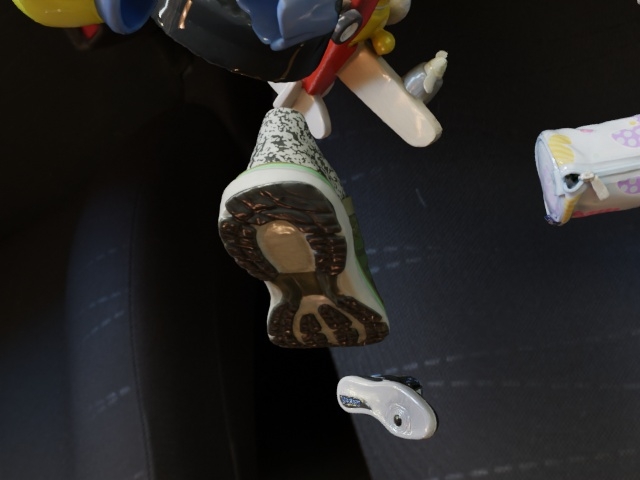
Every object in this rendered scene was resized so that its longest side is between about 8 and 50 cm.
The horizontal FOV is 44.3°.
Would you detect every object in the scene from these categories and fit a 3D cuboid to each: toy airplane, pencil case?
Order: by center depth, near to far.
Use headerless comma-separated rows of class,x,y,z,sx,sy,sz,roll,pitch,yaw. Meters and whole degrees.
pencil case,0.388,-0.098,0.911,0.273,0.113,0.124,-11,173,3
toy airplane,0.048,-0.367,1.395,0.384,0.272,0.386,22,141,50

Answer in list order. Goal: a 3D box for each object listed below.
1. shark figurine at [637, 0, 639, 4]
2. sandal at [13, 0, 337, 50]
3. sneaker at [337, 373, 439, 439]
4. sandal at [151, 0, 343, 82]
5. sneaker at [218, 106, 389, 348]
shark figurine,0.482,-0.454,1.139,0.278,0.166,0.116,31,172,-41
sandal,-0.011,-0.213,0.373,0.138,0.317,0.126,28,173,-2
sneaker,0.136,0.251,1.247,0.121,0.079,0.217,0,-174,-36
sandal,-0.039,-0.245,0.682,0.168,0.445,0.107,28,129,-4
sneaker,0.000,0.000,0.949,0.158,0.182,0.410,-1,147,9
